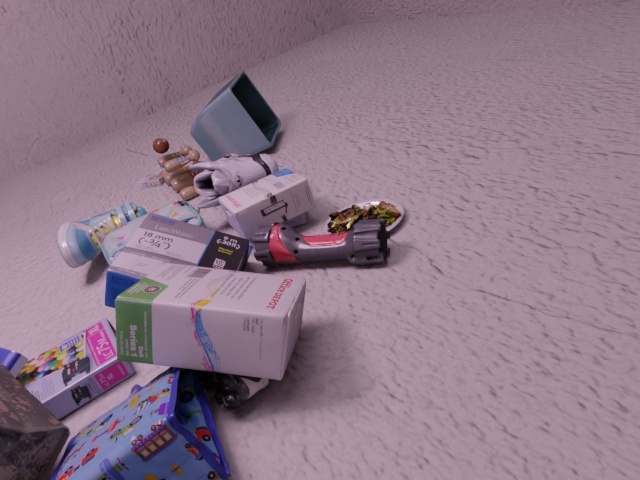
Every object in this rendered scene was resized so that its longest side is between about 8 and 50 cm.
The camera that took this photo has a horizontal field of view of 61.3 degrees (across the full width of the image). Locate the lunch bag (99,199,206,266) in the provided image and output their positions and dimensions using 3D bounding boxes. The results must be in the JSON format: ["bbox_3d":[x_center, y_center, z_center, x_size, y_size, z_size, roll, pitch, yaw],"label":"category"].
[{"bbox_3d":[-0.436,0.001,1.450,0.279,0.108,0.224,-29,30,-17],"label":"lunch bag"}]

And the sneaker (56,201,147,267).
[{"bbox_3d":[-0.610,-0.031,1.554,0.208,0.127,0.319,-19,18,0],"label":"sneaker"}]

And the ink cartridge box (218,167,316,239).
[{"bbox_3d":[-0.137,-0.096,1.372,0.203,0.086,0.148,-27,28,-15],"label":"ink cartridge box"}]

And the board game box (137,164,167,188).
[{"bbox_3d":[-0.616,-0.252,2.070,0.103,0.026,0.154,-6,32,24],"label":"board game box"}]

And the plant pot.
[{"bbox_3d":[-0.330,-0.427,1.988,0.252,0.247,0.248,-28,25,20],"label":"plant pot"}]

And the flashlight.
[{"bbox_3d":[0.000,0.000,1.200,0.303,0.103,0.103,-6,29,25],"label":"flashlight"}]

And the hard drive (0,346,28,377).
[{"bbox_3d":[-0.725,0.334,1.003,0.210,0.040,0.319,8,55,22],"label":"hard drive"}]

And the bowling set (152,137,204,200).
[{"bbox_3d":[-0.466,-0.274,1.855,0.154,0.200,0.287,-29,34,-19],"label":"bowling set"}]

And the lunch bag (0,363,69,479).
[{"bbox_3d":[-0.553,0.360,0.815,0.235,0.169,0.287,20,82,35],"label":"lunch bag"}]

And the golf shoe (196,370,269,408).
[{"bbox_3d":[-0.163,0.229,0.957,0.093,0.077,0.198,-13,22,-32],"label":"golf shoe"}]

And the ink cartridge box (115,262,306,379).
[{"bbox_3d":[-0.177,0.131,0.936,0.278,0.117,0.201,6,14,6],"label":"ink cartridge box"}]

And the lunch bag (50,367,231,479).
[{"bbox_3d":[-0.287,0.302,0.832,0.221,0.138,0.293,-36,23,-7],"label":"lunch bag"}]

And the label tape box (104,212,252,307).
[{"bbox_3d":[-0.294,0.035,1.209,0.240,0.106,0.334,15,34,-2],"label":"label tape box"}]

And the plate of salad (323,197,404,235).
[{"bbox_3d":[0.100,-0.058,1.291,0.199,0.048,0.200,-15,30,9],"label":"plate of salad"}]

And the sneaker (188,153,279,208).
[{"bbox_3d":[-0.298,-0.175,1.555,0.210,0.138,0.365,-17,13,-39],"label":"sneaker"}]

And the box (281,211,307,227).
[{"bbox_3d":[-0.109,-0.086,1.473,0.145,0.038,0.186,-16,28,7],"label":"box"}]

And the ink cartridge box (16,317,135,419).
[{"bbox_3d":[-0.544,0.289,1.080,0.311,0.065,0.185,-33,31,-19],"label":"ink cartridge box"}]
